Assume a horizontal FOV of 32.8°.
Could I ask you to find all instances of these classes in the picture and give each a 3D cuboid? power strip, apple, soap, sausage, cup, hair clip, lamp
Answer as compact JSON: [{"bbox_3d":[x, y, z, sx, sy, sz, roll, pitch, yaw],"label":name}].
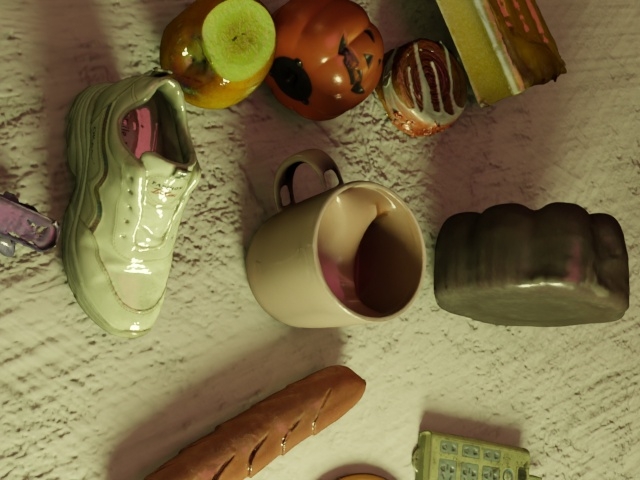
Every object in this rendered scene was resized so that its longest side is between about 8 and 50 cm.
[{"bbox_3d":[0.258,0.367,1.743,0.268,0.034,0.092,17,71,-32],"label":"power strip"},{"bbox_3d":[-0.141,-0.259,1.498,0.146,0.163,0.147,57,43,-6],"label":"apple"},{"bbox_3d":[0.286,-0.373,1.814,0.259,0.143,0.281,-30,99,-60],"label":"soap"},{"bbox_3d":[-0.098,0.277,1.476,0.433,0.088,0.088,-29,98,-37],"label":"sausage"},{"bbox_3d":[0.000,0.000,1.526,0.191,0.200,0.252,-26,97,-36],"label":"cup"},{"bbox_3d":[-0.450,-0.050,1.291,0.278,0.090,0.137,28,78,-20],"label":"hair clip"},{"bbox_3d":[0.005,-0.276,1.598,0.187,0.188,0.164,53,56,-16],"label":"lamp"}]

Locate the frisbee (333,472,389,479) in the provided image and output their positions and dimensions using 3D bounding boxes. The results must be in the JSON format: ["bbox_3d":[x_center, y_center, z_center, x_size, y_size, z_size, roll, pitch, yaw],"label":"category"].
[{"bbox_3d":[0.059,0.466,1.588,0.251,0.021,0.250,7,77,-34],"label":"frisbee"}]

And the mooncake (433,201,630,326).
[{"bbox_3d":[0.327,0.040,1.699,0.306,0.306,0.154,13,72,-33],"label":"mooncake"}]

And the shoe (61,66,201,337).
[{"bbox_3d":[-0.229,-0.052,1.365,0.132,0.211,0.342,2,80,-36],"label":"shoe"}]

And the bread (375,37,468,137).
[{"bbox_3d":[0.167,-0.249,1.778,0.160,0.073,0.160,9,75,-36],"label":"bread"}]
